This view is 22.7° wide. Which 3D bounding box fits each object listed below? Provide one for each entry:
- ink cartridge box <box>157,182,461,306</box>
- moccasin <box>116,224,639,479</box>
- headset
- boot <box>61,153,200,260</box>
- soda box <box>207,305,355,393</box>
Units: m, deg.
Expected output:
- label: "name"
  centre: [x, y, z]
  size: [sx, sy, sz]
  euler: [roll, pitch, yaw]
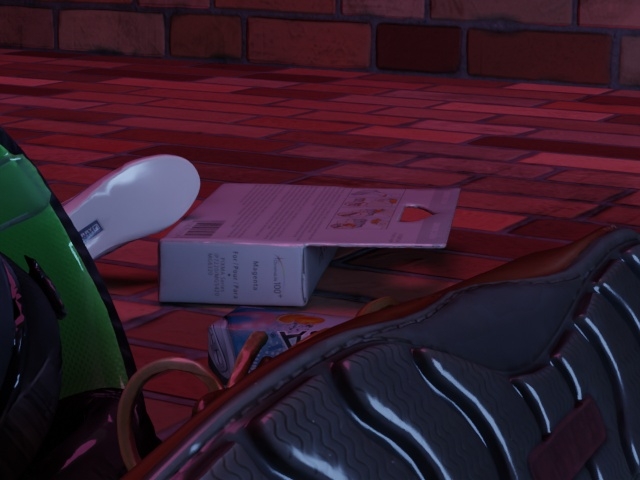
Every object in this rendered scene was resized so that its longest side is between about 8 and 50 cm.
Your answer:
- label: "ink cartridge box"
  centre: [0.000, 0.000, 1.425]
  size: [0.238, 0.060, 0.275]
  euler: [2, 12, 7]
- label: "moccasin"
  centre: [0.018, 0.082, 0.569]
  size: [0.147, 0.139, 0.380]
  euler: [-24, 5, 31]
- label: "headset"
  centre: [-0.123, 0.081, 0.680]
  size: [0.185, 0.243, 0.394]
  euler: [-23, 40, 12]
- label: "boot"
  centre: [-0.200, -0.021, 1.388]
  size: [0.190, 0.069, 0.086]
  euler: [-30, 19, -17]
- label: "soda box"
  centre: [0.021, 0.085, 1.027]
  size: [0.183, 0.063, 0.058]
  euler: [4, 13, 18]
